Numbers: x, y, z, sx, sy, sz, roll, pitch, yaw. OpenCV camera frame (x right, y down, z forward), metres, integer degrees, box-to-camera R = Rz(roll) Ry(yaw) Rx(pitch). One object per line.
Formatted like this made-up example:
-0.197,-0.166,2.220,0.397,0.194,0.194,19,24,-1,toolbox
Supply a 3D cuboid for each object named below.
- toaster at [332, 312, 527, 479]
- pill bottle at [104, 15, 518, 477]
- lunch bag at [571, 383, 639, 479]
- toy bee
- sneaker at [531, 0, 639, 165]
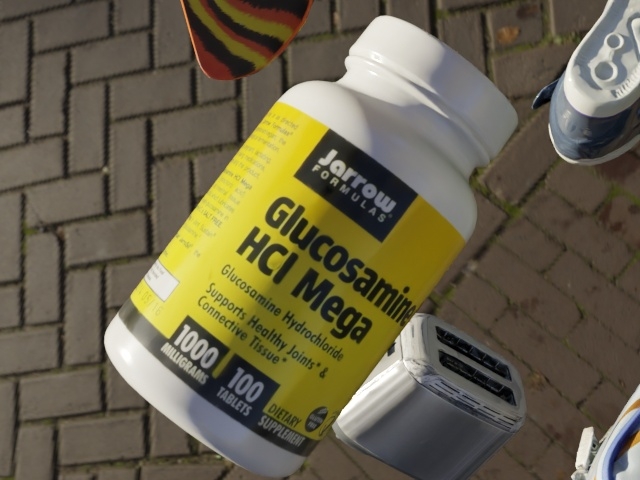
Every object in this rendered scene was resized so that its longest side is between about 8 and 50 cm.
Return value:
0.132,0.187,1.129,0.146,0.227,0.129,-49,20,30,toaster
0.000,0.000,0.774,0.188,0.188,0.334,36,88,23,pill bottle
0.293,0.174,0.554,0.303,0.115,0.243,34,56,21,lunch bag
-0.051,-0.236,0.564,0.162,0.298,0.195,-19,60,9,toy bee
0.407,-0.236,1.262,0.130,0.236,0.323,38,79,17,sneaker
